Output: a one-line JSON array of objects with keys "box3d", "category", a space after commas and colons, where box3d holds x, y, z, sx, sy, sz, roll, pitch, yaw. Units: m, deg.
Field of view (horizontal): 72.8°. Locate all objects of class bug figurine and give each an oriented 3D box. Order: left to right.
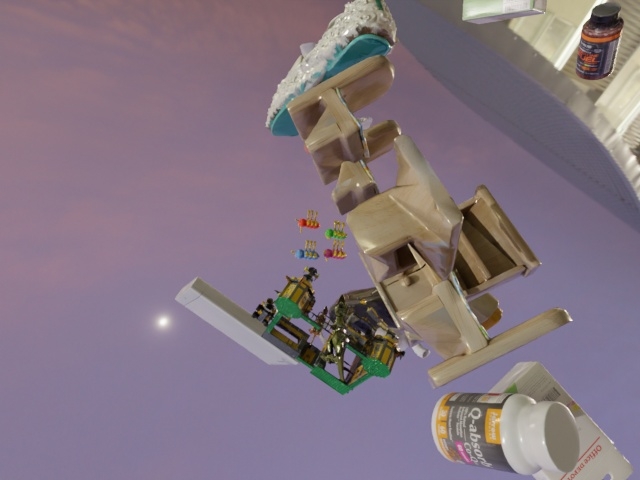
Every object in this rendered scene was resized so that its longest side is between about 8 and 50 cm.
[{"box3d": [0.000, 0.000, 1.675, 0.216, 0.072, 0.279, 11, -141, -6], "category": "bug figurine"}]

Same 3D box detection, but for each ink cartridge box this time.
[{"box3d": [0.493, -0.601, 1.122, 0.171, 0.056, 0.235, 11, -157, 37], "category": "ink cartridge box"}, {"box3d": [0.633, 0.538, 1.197, 0.207, 0.119, 0.353, -37, -103, -13], "category": "ink cartridge box"}]

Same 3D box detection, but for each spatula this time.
[{"box3d": [0.039, -0.549, 1.344, 0.168, 0.019, 0.242, -5, 174, 9], "category": "spatula"}]

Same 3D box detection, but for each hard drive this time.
[{"box3d": [-0.235, 0.238, 1.227, 0.353, 0.233, 0.047, 38, -118, -14], "category": "hard drive"}]

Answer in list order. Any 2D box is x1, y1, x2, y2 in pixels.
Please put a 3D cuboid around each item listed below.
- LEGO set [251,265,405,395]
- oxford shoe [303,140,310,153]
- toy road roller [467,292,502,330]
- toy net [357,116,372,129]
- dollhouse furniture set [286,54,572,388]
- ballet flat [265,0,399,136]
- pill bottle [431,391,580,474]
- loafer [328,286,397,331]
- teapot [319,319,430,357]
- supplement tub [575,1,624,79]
[{"box3d": [0.032, 0.180, 0.996, 0.331, 0.255, 0.192, 29, -133, 5], "category": "LEGO set"}, {"box3d": [0.004, -0.438, 1.491, 0.123, 0.130, 0.348, -8, -140, 14], "category": "oxford shoe"}, {"box3d": [0.528, 0.250, 1.674, 0.202, 0.329, 0.240, 40, -139, 3], "category": "toy road roller"}, {"box3d": [0.098, -0.403, 1.662, 0.122, 0.232, 0.045, -5, -120, -49], "category": "toy net"}, {"box3d": [0.182, -0.015, 0.618, 0.362, 0.256, 0.394, 63, -177, 24], "category": "dollhouse furniture set"}, {"box3d": [0.012, -0.365, 0.933, 0.147, 0.409, 0.147, 12, -112, -33], "category": "ballet flat"}, {"box3d": [0.401, 0.424, 0.968, 0.162, 0.278, 0.162, 12, -112, -32], "category": "pill bottle"}, {"box3d": [0.202, 0.165, 1.211, 0.366, 0.134, 0.130, -5, -150, 23], "category": "loafer"}, {"box3d": [0.167, 0.287, 1.357, 0.252, 0.256, 0.187, 42, -147, -10], "category": "teapot"}, {"box3d": [0.810, -0.576, 1.260, 0.106, 0.198, 0.106, -12, -129, 14], "category": "supplement tub"}]
